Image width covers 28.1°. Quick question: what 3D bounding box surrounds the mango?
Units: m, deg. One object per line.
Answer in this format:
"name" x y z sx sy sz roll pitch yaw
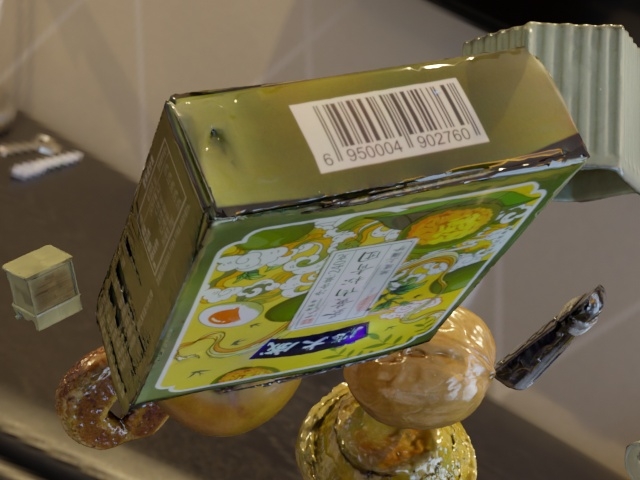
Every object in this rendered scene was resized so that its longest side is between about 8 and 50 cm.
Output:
"mango" -0.123 0.116 1.659 0.221 0.264 0.378 8 4 -1

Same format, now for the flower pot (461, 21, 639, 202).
"flower pot" 0.292 -0.155 1.605 0.239 0.190 0.209 4 -9 -3

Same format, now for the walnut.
"walnut" 0.147 0.180 1.854 0.221 0.195 0.195 1 11 24

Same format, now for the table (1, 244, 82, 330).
"table" -0.372 0.063 1.715 0.079 0.083 0.062 -28 33 -35

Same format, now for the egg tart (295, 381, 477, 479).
"egg tart" 0.100 0.314 1.944 0.294 0.123 0.294 -1 52 1

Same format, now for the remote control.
"remote control" 0.370 0.159 2.020 0.066 0.266 0.090 44 45 3

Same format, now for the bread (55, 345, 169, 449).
"bread" -0.301 0.229 1.897 0.193 0.193 0.064 9 26 -34

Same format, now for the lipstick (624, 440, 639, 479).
"lipstick" 0.492 0.257 1.616 0.264 0.059 0.059 -7 36 -35

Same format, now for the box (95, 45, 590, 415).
"box" 0.000 0.000 1.247 0.373 0.420 0.138 -11 66 -25
